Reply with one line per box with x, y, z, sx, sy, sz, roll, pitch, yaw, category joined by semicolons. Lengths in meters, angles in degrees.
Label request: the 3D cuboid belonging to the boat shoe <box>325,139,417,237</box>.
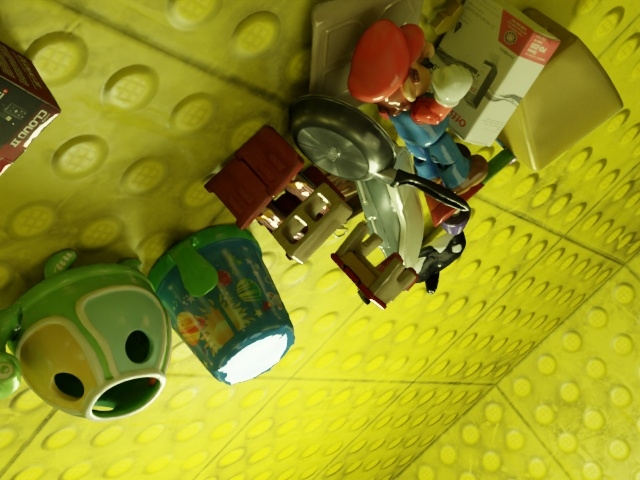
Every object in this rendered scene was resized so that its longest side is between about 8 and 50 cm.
0.050;-0.078;1.607;0.285;0.089;0.104;-39;150;3;boat shoe

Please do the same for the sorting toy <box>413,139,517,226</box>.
0.291;-0.160;1.656;0.365;0.126;0.127;-37;173;-44;sorting toy

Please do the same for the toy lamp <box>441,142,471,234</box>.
0.290;-0.103;1.846;0.080;0.080;0.275;-31;147;-10;toy lamp

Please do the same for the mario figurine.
0.173;-0.228;1.350;0.198;0.170;0.320;-11;136;29;mario figurine

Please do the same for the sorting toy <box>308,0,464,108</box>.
0.107;-0.333;1.370;0.307;0.041;0.229;-28;148;-21;sorting toy

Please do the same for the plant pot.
0.400;-0.299;1.575;0.212;0.212;0.187;-37;137;0;plant pot

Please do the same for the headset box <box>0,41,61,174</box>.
-0.459;-0.148;0.946;0.218;0.110;0.293;-43;150;10;headset box

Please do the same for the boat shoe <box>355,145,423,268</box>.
0.125;-0.051;1.573;0.319;0.099;0.116;75;33;-45;boat shoe

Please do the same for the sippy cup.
-0.167;0.129;1.535;0.305;0.224;0.240;4;131;-49;sippy cup

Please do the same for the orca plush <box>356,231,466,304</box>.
0.230;0.084;1.978;0.287;0.102;0.151;-30;170;-14;orca plush

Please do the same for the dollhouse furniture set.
0.000;0.000;1.385;0.152;0.374;0.201;-45;148;5;dollhouse furniture set

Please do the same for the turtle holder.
-0.376;0.159;1.349;0.243;0.227;0.320;-40;151;7;turtle holder

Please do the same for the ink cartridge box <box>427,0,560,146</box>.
0.278;-0.295;1.458;0.092;0.158;0.218;0;129;-46;ink cartridge box

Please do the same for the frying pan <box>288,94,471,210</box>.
0.075;-0.122;1.403;0.326;0.197;0.053;41;64;-24;frying pan
